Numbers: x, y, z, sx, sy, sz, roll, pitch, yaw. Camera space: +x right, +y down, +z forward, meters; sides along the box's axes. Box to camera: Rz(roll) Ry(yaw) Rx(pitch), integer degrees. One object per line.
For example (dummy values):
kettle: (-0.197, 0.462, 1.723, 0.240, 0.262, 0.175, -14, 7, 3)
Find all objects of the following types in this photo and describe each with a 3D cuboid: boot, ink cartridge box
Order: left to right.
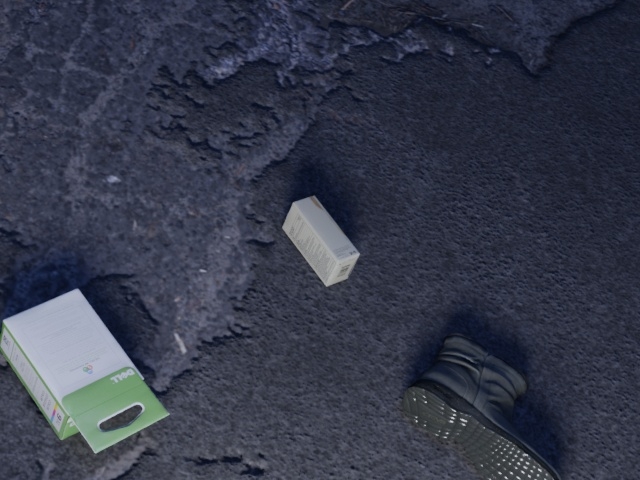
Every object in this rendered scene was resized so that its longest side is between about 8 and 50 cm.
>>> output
ink cartridge box: (-0.286, 0.167, 1.656, 0.109, 0.062, 0.209, -24, 63, -35)
boot: (0.239, 0.224, 1.801, 0.246, 0.083, 0.161, 38, 43, 11)

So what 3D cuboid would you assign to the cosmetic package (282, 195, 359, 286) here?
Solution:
cosmetic package: (0.000, 0.000, 1.912, 0.041, 0.060, 0.115, -19, 62, -34)
